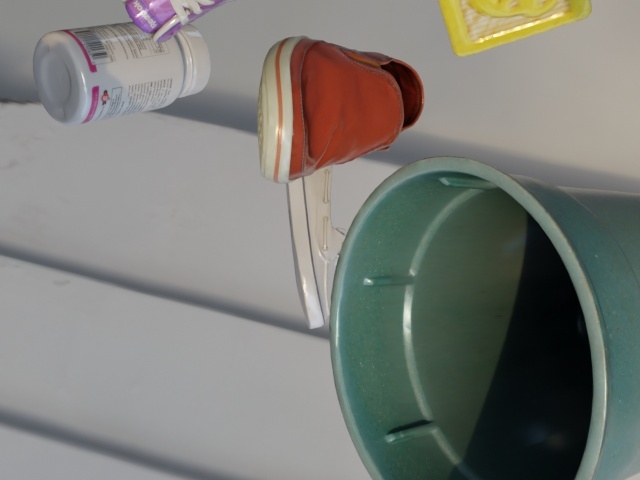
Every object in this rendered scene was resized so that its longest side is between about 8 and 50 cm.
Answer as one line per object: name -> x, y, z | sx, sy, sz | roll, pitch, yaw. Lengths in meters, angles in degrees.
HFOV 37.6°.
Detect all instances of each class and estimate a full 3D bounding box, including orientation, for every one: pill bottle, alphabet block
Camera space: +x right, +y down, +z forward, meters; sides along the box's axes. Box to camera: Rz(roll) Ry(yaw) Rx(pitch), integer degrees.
pill bottle -> -0.344, -0.303, 1.662 | 0.283, 0.160, 0.160 | -20, 127, -42
alphabet block -> 0.236, -0.398, 1.261 | 0.192, 0.194, 0.197 | 61, 17, -44

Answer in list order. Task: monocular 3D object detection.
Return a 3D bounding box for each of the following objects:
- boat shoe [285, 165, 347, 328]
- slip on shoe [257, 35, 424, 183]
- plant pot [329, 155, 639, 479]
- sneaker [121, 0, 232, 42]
boat shoe -> 0.000, 0.000, 1.404 | 0.095, 0.084, 0.258 | 146, -62, -84
slip on shoe -> 0.022, -0.123, 0.854 | 0.331, 0.101, 0.123 | -34, 127, -68
plant pot -> 0.240, 0.087, 0.898 | 0.334, 0.341, 0.341 | -5, 113, -35
sneaker -> -0.112, -0.269, 0.961 | 0.161, 0.102, 0.282 | -45, -162, -23
